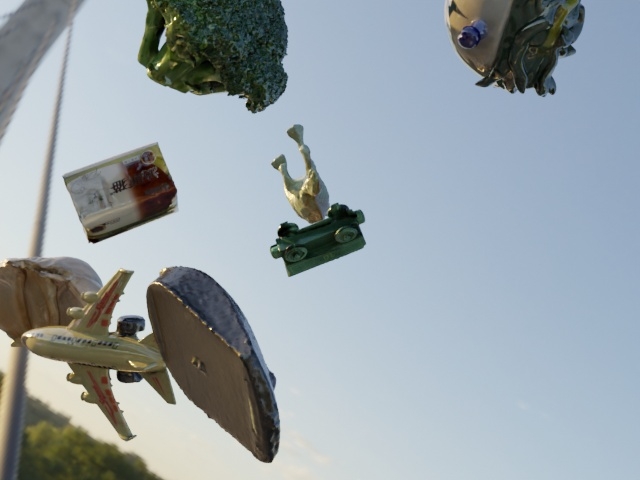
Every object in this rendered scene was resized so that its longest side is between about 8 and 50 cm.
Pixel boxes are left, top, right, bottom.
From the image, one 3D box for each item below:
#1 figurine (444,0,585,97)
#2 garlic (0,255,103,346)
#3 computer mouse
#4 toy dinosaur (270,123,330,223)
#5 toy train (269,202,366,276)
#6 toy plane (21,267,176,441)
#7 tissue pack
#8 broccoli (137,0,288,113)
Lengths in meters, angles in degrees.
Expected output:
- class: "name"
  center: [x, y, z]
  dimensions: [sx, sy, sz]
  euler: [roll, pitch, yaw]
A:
- class: "figurine"
  center: [0.263, -0.336, 1.269]
  dimensions: [0.186, 0.382, 0.261]
  euler: [1, -51, 11]
- class: "garlic"
  center: [-0.453, 0.088, 1.632]
  dimensions: [0.229, 0.143, 0.178]
  euler: [15, -56, 13]
- class: "computer mouse"
  center: [-0.113, 0.132, 1.136]
  dimensions: [0.295, 0.087, 0.168]
  euler: [34, -42, 47]
- class: "toy dinosaur"
  center: [-0.032, -0.109, 1.934]
  dimensions: [0.393, 0.092, 0.205]
  euler: [84, -19, -67]
- class: "toy train"
  center: [0.000, 0.000, 1.636]
  dimensions: [0.099, 0.172, 0.070]
  euler: [63, 7, -54]
- class: "toy plane"
  center: [-0.306, 0.152, 1.334]
  dimensions: [0.256, 0.242, 0.104]
  euler: [8, 11, 34]
- class: "tissue pack"
  center: [-0.298, -0.070, 1.443]
  dimensions: [0.106, 0.148, 0.099]
  euler: [115, -48, -73]
- class: "broccoli"
  center: [-0.173, -0.322, 1.495]
  dimensions: [0.294, 0.265, 0.245]
  euler: [40, -57, -7]
